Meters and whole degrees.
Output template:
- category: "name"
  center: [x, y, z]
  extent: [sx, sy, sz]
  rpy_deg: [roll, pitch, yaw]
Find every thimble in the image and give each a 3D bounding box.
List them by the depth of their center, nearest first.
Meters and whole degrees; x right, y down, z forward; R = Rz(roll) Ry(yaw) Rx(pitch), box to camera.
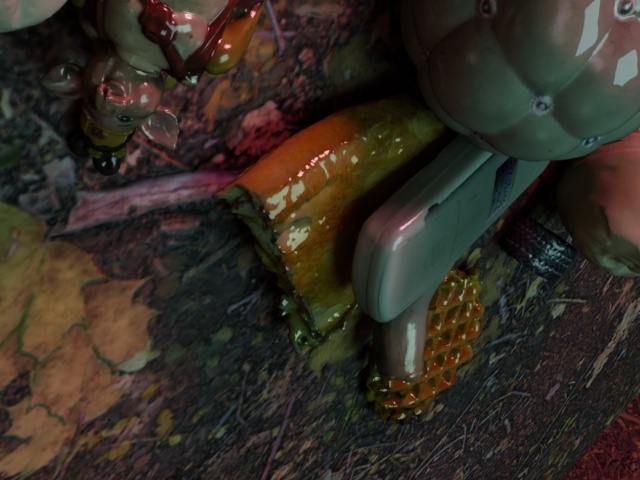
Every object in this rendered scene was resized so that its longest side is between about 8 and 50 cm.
- category: "thimble"
  center: [0.310, 0.012, 1.190]
  extent: [0.066, 0.095, 0.104]
  rpy_deg: [-57, 163, 10]

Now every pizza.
- category: "pizza"
  center: [0.000, 0.000, 0.797]
  extent: [0.279, 0.075, 0.288]
  rpy_deg: [-20, 139, -42]

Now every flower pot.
- category: "flower pot"
  center: [0.190, -0.186, 0.704]
  extent: [0.246, 0.246, 0.195]
  rpy_deg: [-38, 142, -24]

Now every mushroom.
- category: "mushroom"
  center: [0.107, 0.049, 0.960]
  extent: [0.099, 0.096, 0.278]
  rpy_deg: [-17, 135, -32]

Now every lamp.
- category: "lamp"
  center: [-0.098, -0.136, 0.495]
  extent: [0.118, 0.118, 0.253]
  rpy_deg: [5, 125, -54]

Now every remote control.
- category: "remote control"
  center: [0.136, -0.044, 0.809]
  extent: [0.296, 0.056, 0.140]
  rpy_deg: [-41, 150, -27]

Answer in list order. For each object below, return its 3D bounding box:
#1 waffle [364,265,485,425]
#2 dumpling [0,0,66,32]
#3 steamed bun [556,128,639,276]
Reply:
- category: "waffle"
  center: [0.148, 0.140, 1.152]
  extent: [0.243, 0.058, 0.238]
  rpy_deg: [-50, 145, -10]
- category: "dumpling"
  center: [-0.157, -0.168, 0.395]
  extent: [0.199, 0.118, 0.136]
  rpy_deg: [-42, 176, 38]
- category: "steamed bun"
  center: [0.449, -0.085, 1.172]
  extent: [0.320, 0.206, 0.275]
  rpy_deg: [6, 118, -59]
